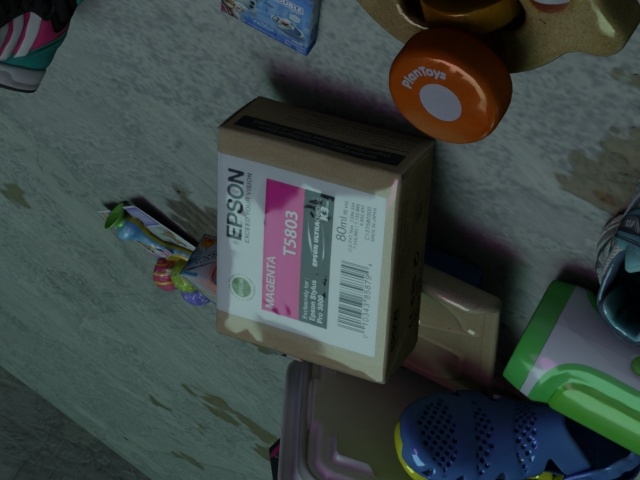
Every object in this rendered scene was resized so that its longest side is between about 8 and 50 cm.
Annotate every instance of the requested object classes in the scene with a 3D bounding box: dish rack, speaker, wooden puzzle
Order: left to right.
[{"bbox_3d":[0.060,0.045,1.599,0.322,0.080,0.348,26,163,16],"label":"wooden puzzle"},{"bbox_3d":[0.120,0.242,1.677,0.333,0.285,0.072,18,124,-10],"label":"dish rack"},{"bbox_3d":[0.332,0.154,1.386,0.297,0.131,0.131,28,159,9],"label":"speaker"}]

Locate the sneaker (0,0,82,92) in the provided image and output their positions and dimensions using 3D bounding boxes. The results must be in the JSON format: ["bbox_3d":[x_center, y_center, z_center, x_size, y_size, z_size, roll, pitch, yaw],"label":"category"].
[{"bbox_3d":[-0.295,-0.233,1.311,0.124,0.178,0.295,29,-172,6],"label":"sneaker"}]

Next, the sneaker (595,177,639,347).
[{"bbox_3d":[0.270,0.037,1.214,0.110,0.122,0.283,26,158,16],"label":"sneaker"}]

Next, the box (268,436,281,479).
[{"bbox_3d":[0.078,0.358,2.075,0.270,0.165,0.143,40,-166,-20],"label":"box"}]

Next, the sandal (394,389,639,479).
[{"bbox_3d":[0.233,0.213,1.579,0.317,0.126,0.138,4,151,-22],"label":"sandal"}]

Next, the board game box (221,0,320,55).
[{"bbox_3d":[-0.044,-0.208,1.244,0.090,0.020,0.090,29,158,8],"label":"board game box"}]

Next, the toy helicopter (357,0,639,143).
[{"bbox_3d":[0.139,-0.216,0.879,0.355,0.140,0.235,-17,120,49],"label":"toy helicopter"}]

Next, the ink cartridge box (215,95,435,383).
[{"bbox_3d":[0.000,0.000,1.382,0.193,0.088,0.234,15,121,21],"label":"ink cartridge box"}]

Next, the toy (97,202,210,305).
[{"bbox_3d":[-0.199,0.039,1.960,0.237,0.056,0.137,41,159,-22],"label":"toy"}]

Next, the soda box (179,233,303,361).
[{"bbox_3d":[-0.077,0.067,1.654,0.063,0.058,0.183,12,155,47],"label":"soda box"}]
